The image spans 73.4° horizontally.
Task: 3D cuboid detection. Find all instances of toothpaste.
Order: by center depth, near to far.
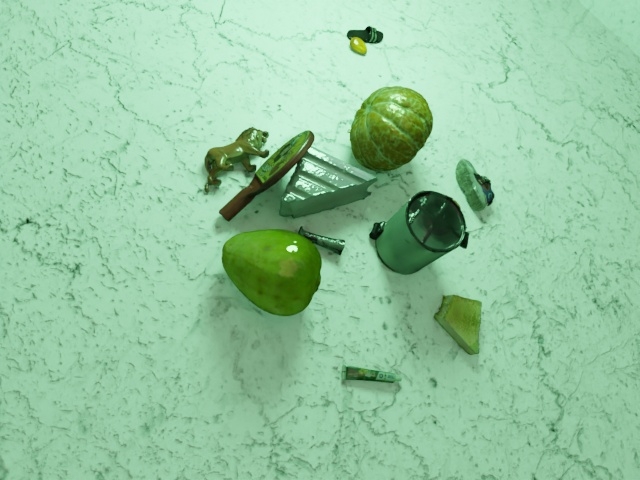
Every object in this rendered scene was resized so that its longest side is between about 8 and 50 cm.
[{"bbox_3d":[0.168,0.437,1.392,0.204,0.031,0.049,9,66,-9],"label":"toothpaste"}]

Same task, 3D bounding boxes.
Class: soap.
[{"bbox_3d":[0.024,-0.154,1.512,0.302,0.159,0.258,23,61,-3],"label":"soap"}]

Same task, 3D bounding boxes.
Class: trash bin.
[{"bbox_3d":[0.338,-0.019,1.486,0.277,0.262,0.217,24,65,-5],"label":"trash bin"}]

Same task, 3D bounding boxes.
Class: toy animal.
[{"bbox_3d":[-0.305,-0.309,1.534,0.312,0.097,0.157,-28,68,-21],"label":"toy animal"}]

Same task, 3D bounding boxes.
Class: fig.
[{"bbox_3d":[-0.154,0.080,1.328,0.326,0.258,0.258,25,64,10],"label":"fig"}]

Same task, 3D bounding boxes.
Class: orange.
[{"bbox_3d":[0.252,-0.412,1.584,0.249,0.329,0.329,31,64,-19],"label":"orange"}]

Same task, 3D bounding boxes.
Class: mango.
[{"bbox_3d":[0.169,-0.855,1.891,0.089,0.046,0.060,42,66,-10],"label":"mango"}]

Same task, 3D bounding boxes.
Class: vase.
[{"bbox_3d":[0.000,0.000,1.503,0.167,0.059,0.059,18,66,-7],"label":"vase"}]

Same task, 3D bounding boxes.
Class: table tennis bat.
[{"bbox_3d":[-0.178,-0.221,1.449,0.415,0.268,0.051,-43,113,2],"label":"table tennis bat"}]

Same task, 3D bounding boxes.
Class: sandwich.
[{"bbox_3d":[0.483,0.292,1.519,0.162,0.058,0.193,14,68,-7],"label":"sandwich"}]

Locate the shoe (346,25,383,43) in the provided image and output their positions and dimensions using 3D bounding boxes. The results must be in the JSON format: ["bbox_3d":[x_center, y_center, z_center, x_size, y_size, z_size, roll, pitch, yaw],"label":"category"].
[{"bbox_3d":[0.208,-0.928,1.925,0.179,0.049,0.071,-6,72,-17],"label":"shoe"}]

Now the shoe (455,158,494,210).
[{"bbox_3d":[0.641,-0.236,1.738,0.125,0.099,0.227,-17,79,-12],"label":"shoe"}]

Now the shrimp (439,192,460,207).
[{"bbox_3d":[0.445,-0.130,1.674,0.236,0.053,0.133,-7,73,-21],"label":"shrimp"}]
